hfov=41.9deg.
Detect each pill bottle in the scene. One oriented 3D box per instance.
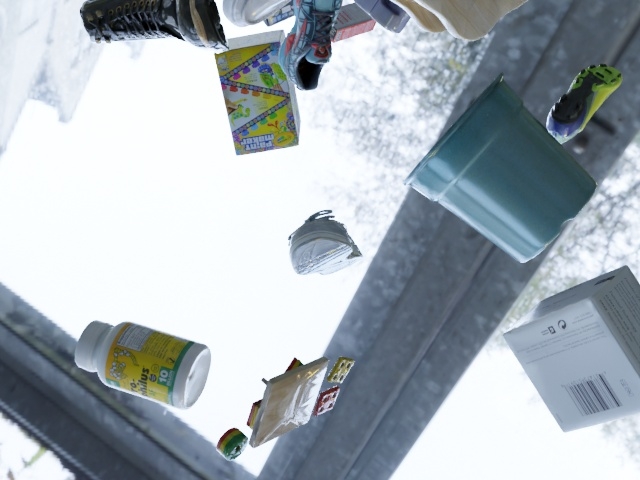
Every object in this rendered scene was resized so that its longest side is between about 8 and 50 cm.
[{"bbox_3d":[-0.301,0.203,1.416,0.209,0.117,0.117,16,-146,13],"label":"pill bottle"}]

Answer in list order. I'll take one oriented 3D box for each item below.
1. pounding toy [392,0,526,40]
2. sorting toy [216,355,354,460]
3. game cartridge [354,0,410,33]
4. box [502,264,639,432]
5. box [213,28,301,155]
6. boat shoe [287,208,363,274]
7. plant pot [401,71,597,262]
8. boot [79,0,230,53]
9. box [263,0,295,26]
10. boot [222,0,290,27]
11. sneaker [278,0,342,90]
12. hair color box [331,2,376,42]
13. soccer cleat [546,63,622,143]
[{"bbox_3d":[0.079,-0.317,0.797,0.270,0.154,0.155,31,-176,-32],"label":"pounding toy"},{"bbox_3d":[-0.055,0.246,1.340,0.046,0.132,0.275,34,-149,31],"label":"sorting toy"},{"bbox_3d":[0.126,-0.492,1.128,0.068,0.355,0.230,1,-137,-51],"label":"game cartridge"},{"bbox_3d":[0.402,0.162,1.225,0.119,0.181,0.181,-29,-94,-40],"label":"box"},{"bbox_3d":[-0.164,-0.410,2.286,0.177,0.279,0.290,-9,-159,3],"label":"box"},{"bbox_3d":[0.003,-0.001,1.597,0.103,0.118,0.320,65,-167,11],"label":"boat shoe"},{"bbox_3d":[0.424,-0.149,1.923,0.334,0.341,0.341,41,-142,2],"label":"plant pot"},{"bbox_3d":[-0.163,-0.204,0.788,0.137,0.076,0.198,-16,-156,-4],"label":"boot"},{"bbox_3d":[-0.044,-0.609,1.889,0.233,0.183,0.059,-26,-126,-10],"label":"box"},{"bbox_3d":[-0.011,-0.358,1.091,0.123,0.258,0.095,50,-166,26],"label":"boot"},{"bbox_3d":[-0.001,-0.410,1.676,0.104,0.261,0.125,-6,-127,-23],"label":"sneaker"},{"bbox_3d":[0.065,-0.531,2.029,0.141,0.043,0.072,-26,-115,-35],"label":"hair color box"},{"bbox_3d":[0.660,-0.346,2.111,0.093,0.121,0.289,33,-123,26],"label":"soccer cleat"}]
